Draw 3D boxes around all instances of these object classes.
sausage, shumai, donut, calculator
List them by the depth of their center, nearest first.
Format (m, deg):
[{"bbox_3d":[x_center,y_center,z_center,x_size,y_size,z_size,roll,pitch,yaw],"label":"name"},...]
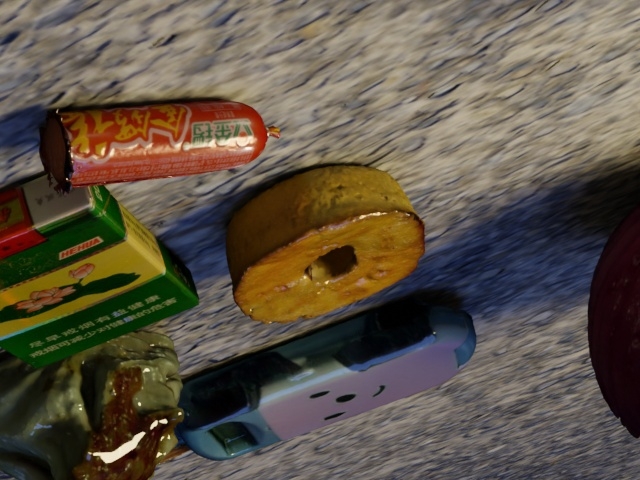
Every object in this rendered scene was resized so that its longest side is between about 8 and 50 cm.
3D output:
[{"bbox_3d":[-0.084,-0.055,0.988,0.145,0.050,0.048,-6,115,-32],"label":"sausage"},{"bbox_3d":[0.000,0.000,1.197,0.152,0.058,0.152,-18,159,-7],"label":"donut"},{"bbox_3d":[-0.169,0.155,1.325,0.184,0.142,0.184,-16,157,-7],"label":"shumai"},{"bbox_3d":[-0.003,0.124,1.536,0.293,0.051,0.173,-20,162,2],"label":"calculator"}]

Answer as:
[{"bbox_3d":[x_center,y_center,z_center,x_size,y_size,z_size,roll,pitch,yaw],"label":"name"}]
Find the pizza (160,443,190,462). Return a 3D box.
[{"bbox_3d":[-0.147,0.188,1.611,0.099,0.029,0.100,-13,163,-41],"label":"pizza"}]

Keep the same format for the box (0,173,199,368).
[{"bbox_3d":[-0.171,0.022,1.130,0.132,0.034,0.235,-21,160,6],"label":"box"}]

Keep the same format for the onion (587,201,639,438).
[{"bbox_3d":[0.385,0.040,1.367,0.358,0.345,0.358,-3,169,-1],"label":"onion"}]
